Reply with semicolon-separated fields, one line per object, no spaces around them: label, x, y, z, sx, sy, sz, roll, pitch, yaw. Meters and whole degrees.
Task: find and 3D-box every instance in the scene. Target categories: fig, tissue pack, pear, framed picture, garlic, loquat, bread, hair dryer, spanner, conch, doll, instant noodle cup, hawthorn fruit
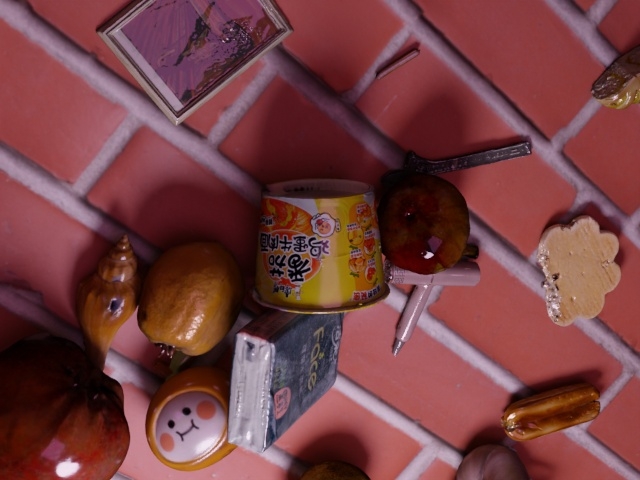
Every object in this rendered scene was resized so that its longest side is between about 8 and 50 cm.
fig;0.239;-0.005;1.755;0.290;0.191;0.191;28;101;-30
tissue pack;-0.060;0.217;1.706;0.103;0.315;0.228;16;113;21
pear;0.019;0.558;1.925;0.197;0.197;0.197;-7;113;-16
framed picture;-0.208;-0.356;1.569;0.273;0.016;0.216;-39;118;1
garlic;0.401;0.587;2.048;0.292;0.237;0.210;-13;133;-53
loquat;-0.237;0.106;1.655;0.187;0.176;0.234;31;87;-46
bread;0.616;-0.312;1.829;0.157;0.083;0.094;-30;130;-6
hair dryer;0.215;0.142;1.890;0.195;0.054;0.221;1;112;-15
bread;0.559;0.060;1.981;0.181;0.039;0.251;-20;116;-10
spanner;0.270;-0.149;1.807;0.325;0.026;0.093;-12;116;-14
conch;-0.388;0.136;1.669;0.109;0.093;0.331;8;110;-26
doll;-0.246;0.313;1.754;0.213;0.213;0.236;-34;76;-2
instant noodle cup;0.000;0.000;1.662;0.264;0.264;0.200;-4;104;-17
hawthorn fruit;-0.494;0.334;1.615;0.308;0.308;0.324;28;131;-26

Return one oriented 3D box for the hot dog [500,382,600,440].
hot dog;0.523;0.385;2.088;0.249;0.068;0.100;-11;104;-16

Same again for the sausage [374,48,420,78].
sausage;0.142;-0.325;1.697;0.100;0.015;0.015;-33;118;-4
